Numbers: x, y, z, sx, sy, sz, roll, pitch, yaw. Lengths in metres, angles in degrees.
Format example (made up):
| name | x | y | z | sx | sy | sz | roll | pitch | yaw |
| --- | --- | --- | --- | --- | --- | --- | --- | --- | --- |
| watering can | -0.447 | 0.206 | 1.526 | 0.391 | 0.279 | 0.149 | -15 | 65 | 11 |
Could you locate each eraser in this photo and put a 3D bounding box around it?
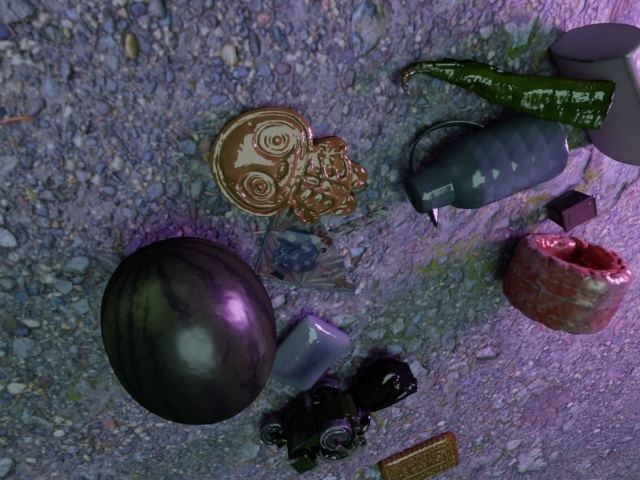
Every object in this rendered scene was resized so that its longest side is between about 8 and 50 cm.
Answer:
| name | x | y | z | sx | sy | sz | roll | pitch | yaw |
| --- | --- | --- | --- | --- | --- | --- | --- | --- | --- |
| eraser | 0.561 | -0.268 | 0.813 | 0.095 | 0.174 | 0.270 | -41 | 120 | 9 |

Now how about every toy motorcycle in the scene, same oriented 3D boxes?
| name | x | y | z | sx | sy | sz | roll | pitch | yaw |
| --- | --- | --- | --- | --- | --- | --- | --- | --- | --- |
| toy motorcycle | -0.014 | 0.443 | 0.997 | 0.275 | 0.205 | 0.127 | -41 | 115 | 10 |

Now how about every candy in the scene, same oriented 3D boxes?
| name | x | y | z | sx | sy | sz | roll | pitch | yaw |
| --- | --- | --- | --- | --- | --- | --- | --- | --- | --- |
| candy | -0.032 | 0.254 | 0.968 | 0.138 | 0.071 | 0.174 | 33 | 102 | -27 |

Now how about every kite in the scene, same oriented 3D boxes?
| name | x | y | z | sx | sy | sz | roll | pitch | yaw |
| --- | --- | --- | --- | --- | --- | --- | --- | --- | --- |
| kite | 0.000 | 0.000 | 0.881 | 0.314 | 0.011 | 0.335 | -27 | 121 | -2 |

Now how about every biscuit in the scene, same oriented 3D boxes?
| name | x | y | z | sx | sy | sz | roll | pitch | yaw |
| --- | --- | --- | --- | --- | --- | --- | --- | --- | --- |
| biscuit | 0.311 | 0.690 | 1.323 | 0.255 | 0.029 | 0.172 | -22 | 120 | -5 |
| biscuit | -0.052 | -0.123 | 0.776 | 0.289 | 0.044 | 0.202 | 21 | 108 | -19 |

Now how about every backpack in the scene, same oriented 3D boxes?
| name | x | y | z | sx | sy | sz | roll | pitch | yaw |
| --- | --- | --- | --- | --- | --- | --- | --- | --- | --- |
| backpack | 0.143 | 0.355 | 1.056 | 0.165 | 0.105 | 0.120 | -37 | 144 | 23 |

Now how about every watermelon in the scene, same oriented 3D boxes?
| name | x | y | z | sx | sy | sz | roll | pitch | yaw |
| --- | --- | --- | --- | --- | --- | --- | --- | --- | --- |
| watermelon | -0.213 | 0.165 | 0.748 | 0.279 | 0.279 | 0.359 | -17 | 123 | -8 |

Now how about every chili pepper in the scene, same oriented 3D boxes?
| name | x | y | z | sx | sy | sz | roll | pitch | yaw |
| --- | --- | --- | --- | --- | --- | --- | --- | --- | --- |
| chili pepper | 0.320 | -0.264 | 0.754 | 0.359 | 0.076 | 0.084 | 11 | 103 | 6 |

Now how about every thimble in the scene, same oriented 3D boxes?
| name | x | y | z | sx | sy | sz | roll | pitch | yaw |
| --- | --- | --- | --- | --- | --- | --- | --- | --- | --- |
| thimble | 0.542 | 0.090 | 0.964 | 0.239 | 0.239 | 0.162 | -1 | 115 | -16 |

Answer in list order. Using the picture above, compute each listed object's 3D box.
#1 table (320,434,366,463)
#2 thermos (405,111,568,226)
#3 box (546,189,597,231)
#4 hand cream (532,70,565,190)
| name | x | y | z | sx | sy | sz | roll | pitch | yaw |
| --- | --- | --- | --- | --- | --- | --- | --- | --- | --- |
| table | 0.053 | 0.538 | 1.158 | 0.134 | 0.043 | 0.133 | -7 | 118 | -13 |
| thermos | 0.299 | -0.152 | 0.822 | 0.287 | 0.145 | 0.182 | -21 | 88 | -4 |
| box | 0.574 | -0.072 | 0.984 | 0.085 | 0.063 | 0.060 | -28 | 119 | 1 |
| hand cream | 0.462 | -0.217 | 0.886 | 0.079 | 0.048 | 0.255 | -25 | 124 | 3 |
